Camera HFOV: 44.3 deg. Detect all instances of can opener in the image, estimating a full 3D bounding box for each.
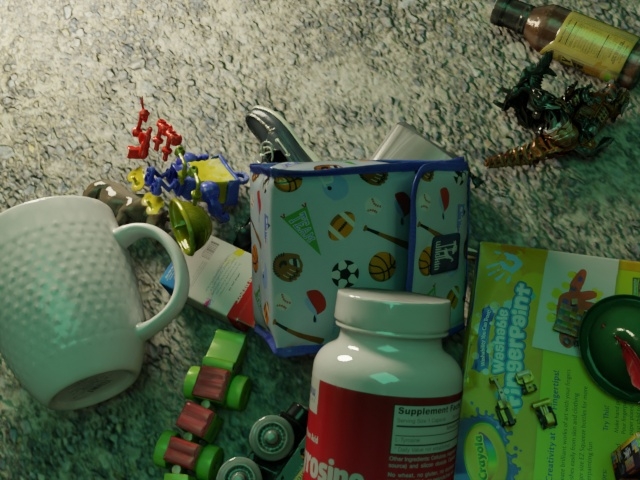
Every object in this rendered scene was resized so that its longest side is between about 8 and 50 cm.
[{"bbox_3d":[-0.117,-0.055,1.590,0.073,0.059,0.186,28,91,-24],"label":"can opener"}]

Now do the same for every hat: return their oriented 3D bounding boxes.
[{"bbox_3d":[0.499,0.149,1.180,0.173,0.183,0.208,-9,66,-1],"label":"hat"}]

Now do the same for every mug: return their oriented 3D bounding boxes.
[{"bbox_3d":[-0.421,0.107,1.443,0.374,0.276,0.328,-25,68,0],"label":"mug"}]

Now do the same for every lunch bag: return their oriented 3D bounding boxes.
[{"bbox_3d":[0.083,0.017,1.377,0.385,0.239,0.328,-2,100,-16],"label":"lunch bag"}]

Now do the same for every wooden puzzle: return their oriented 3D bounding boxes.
[{"bbox_3d":[0.414,0.134,1.297,0.049,0.006,0.083,20,68,15],"label":"wooden puzzle"}]

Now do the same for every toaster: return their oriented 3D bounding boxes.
[{"bbox_3d":[0.192,-0.118,1.564,0.227,0.129,0.146,37,78,19],"label":"toaster"}]

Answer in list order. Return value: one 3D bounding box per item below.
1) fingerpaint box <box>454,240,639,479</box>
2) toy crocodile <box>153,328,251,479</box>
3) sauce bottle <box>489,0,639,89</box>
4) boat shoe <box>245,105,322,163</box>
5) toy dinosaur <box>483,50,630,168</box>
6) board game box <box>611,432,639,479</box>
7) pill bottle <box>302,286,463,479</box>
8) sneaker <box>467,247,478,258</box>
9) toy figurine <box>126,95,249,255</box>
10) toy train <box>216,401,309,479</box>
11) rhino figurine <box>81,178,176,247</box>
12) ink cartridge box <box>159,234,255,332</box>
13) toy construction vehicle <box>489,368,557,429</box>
[{"bbox_3d":[0.423,0.253,1.335,0.371,0.163,0.445,7,65,9],"label":"fingerpaint box"},{"bbox_3d":[-0.213,0.318,1.413,0.115,0.105,0.340,15,67,14],"label":"toy crocodile"},{"bbox_3d":[0.532,-0.436,1.684,0.344,0.111,0.111,31,72,21],"label":"sauce bottle"},{"bbox_3d":[-0.082,-0.181,1.647,0.079,0.095,0.254,-36,74,-23],"label":"boat shoe"},{"bbox_3d":[0.472,-0.247,1.586,0.322,0.164,0.218,-29,80,-30],"label":"toy dinosaur"},{"bbox_3d":[0.523,0.311,1.127,0.170,0.141,0.048,-3,64,4],"label":"board game box"},{"bbox_3d":[0.093,0.283,1.189,0.229,0.229,0.408,5,92,9],"label":"pill bottle"},{"bbox_3d":[0.257,0.032,1.535,0.109,0.040,0.044,2,81,12],"label":"sneaker"},{"bbox_3d":[-0.224,-0.130,1.570,0.217,0.191,0.362,-2,34,-34],"label":"toy figurine"},{"bbox_3d":[-0.088,0.442,1.327,0.190,0.142,0.334,36,73,11],"label":"toy train"},{"bbox_3d":[-0.396,-0.054,1.633,0.243,0.073,0.106,22,72,15],"label":"rhino figurine"},{"bbox_3d":[-0.178,0.087,1.534,0.231,0.078,0.134,25,70,18],"label":"ink cartridge box"},{"bbox_3d":[0.318,0.252,1.235,0.086,0.035,0.098,-15,64,-1],"label":"toy construction vehicle"}]
